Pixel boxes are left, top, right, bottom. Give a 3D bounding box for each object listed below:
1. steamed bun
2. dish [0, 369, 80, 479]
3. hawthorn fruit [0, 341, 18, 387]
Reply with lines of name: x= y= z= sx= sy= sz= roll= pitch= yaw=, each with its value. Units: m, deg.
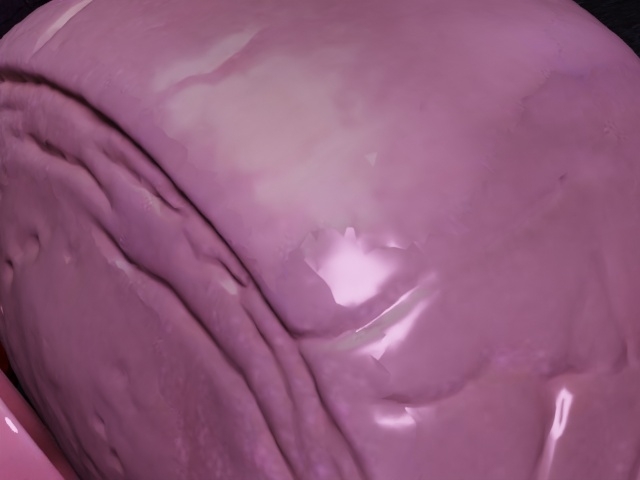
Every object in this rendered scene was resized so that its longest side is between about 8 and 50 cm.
steamed bun: x=0.002 y=-0.002 z=0.450 sx=0.247 sy=0.236 sz=0.383 roll=-21 pitch=40 yaw=-30
dish: x=-0.163 y=0.105 z=0.472 sx=0.090 sy=0.213 sz=0.213 roll=-38 pitch=25 yaw=-16
hawthorn fruit: x=-0.278 y=0.075 z=0.646 sx=0.205 sy=0.205 sz=0.253 roll=-20 pitch=27 yaw=-19
